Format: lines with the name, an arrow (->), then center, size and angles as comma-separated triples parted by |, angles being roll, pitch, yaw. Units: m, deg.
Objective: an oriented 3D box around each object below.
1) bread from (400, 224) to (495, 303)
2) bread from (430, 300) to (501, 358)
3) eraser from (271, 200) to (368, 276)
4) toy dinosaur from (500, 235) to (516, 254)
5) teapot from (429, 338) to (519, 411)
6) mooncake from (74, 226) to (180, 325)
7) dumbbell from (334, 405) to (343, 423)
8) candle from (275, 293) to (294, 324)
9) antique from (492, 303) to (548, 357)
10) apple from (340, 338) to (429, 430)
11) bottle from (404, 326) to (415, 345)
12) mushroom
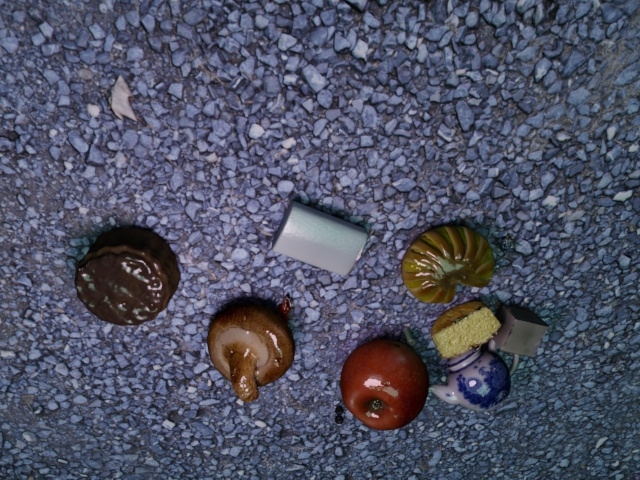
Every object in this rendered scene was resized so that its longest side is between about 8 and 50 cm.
bread -> 0.452, 0.094, 1.653 | 0.333, 0.160, 0.333 | -2, 117, -4
bread -> 0.547, 0.335, 1.807 | 0.260, 0.147, 0.160 | -36, 107, 9
eraser -> 0.000, 0.000, 1.592 | 0.290, 0.104, 0.189 | 21, 119, -15
toy dinosaur -> 0.689, 0.022, 1.708 | 0.047, 0.030, 0.083 | -22, 119, 9
teapot -> 0.618, 0.527, 1.878 | 0.424, 0.252, 0.280 | -31, 80, -9
mooncake -> -0.642, 0.128, 1.557 | 0.324, 0.187, 0.324 | -2, 116, -3
dumbbell -> 0.082, 0.771, 2.057 | 0.036, 0.040, 0.083 | -20, 124, -32
candle -> -0.157, 0.332, 1.785 | 0.059, 0.084, 0.301 | -4, 117, -40
antique -> 0.768, 0.345, 1.822 | 0.147, 0.148, 0.152 | 14, 108, -9
apple -> 0.245, 0.555, 1.798 | 0.348, 0.277, 0.348 | 7, 116, 15
bottle -> 0.351, 0.377, 1.840 | 0.030, 0.083, 0.030 | -2, 119, -5
mushroom -> -0.259, 0.382, 1.698 | 0.345, 0.239, 0.345 | 0, 86, 4
